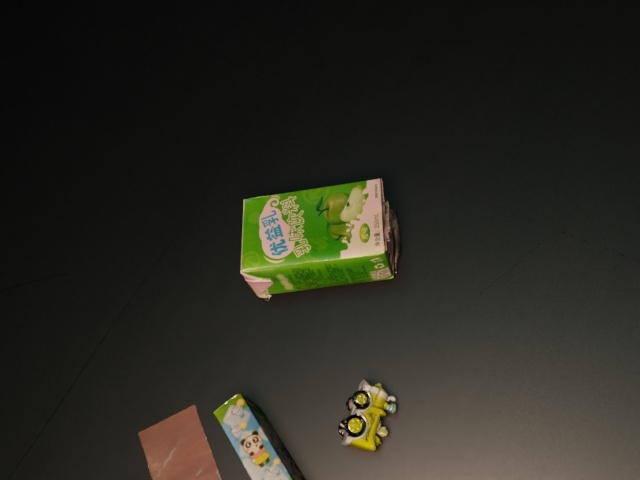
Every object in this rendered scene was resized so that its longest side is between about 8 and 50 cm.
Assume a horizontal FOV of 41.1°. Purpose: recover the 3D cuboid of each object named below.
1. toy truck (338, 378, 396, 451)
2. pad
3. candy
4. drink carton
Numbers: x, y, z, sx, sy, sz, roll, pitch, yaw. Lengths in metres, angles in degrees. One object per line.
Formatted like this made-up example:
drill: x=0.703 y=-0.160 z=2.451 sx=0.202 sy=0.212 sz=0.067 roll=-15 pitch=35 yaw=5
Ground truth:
toy truck: x=0.077 y=0.280 z=1.363 sx=0.077 sy=0.076 sz=0.111 roll=21 pitch=71 yaw=-1
pad: x=-0.232 y=0.380 z=1.432 sx=0.113 sy=0.006 sz=0.188 roll=-27 pitch=59 yaw=1
candy: x=-0.088 y=0.344 z=1.358 sx=0.062 sy=0.097 sz=0.194 roll=-37 pitch=59 yaw=-1
drink carton: x=0.000 y=0.000 z=1.507 sx=0.271 sy=0.108 sz=0.161 roll=-8 pitch=59 yaw=13
